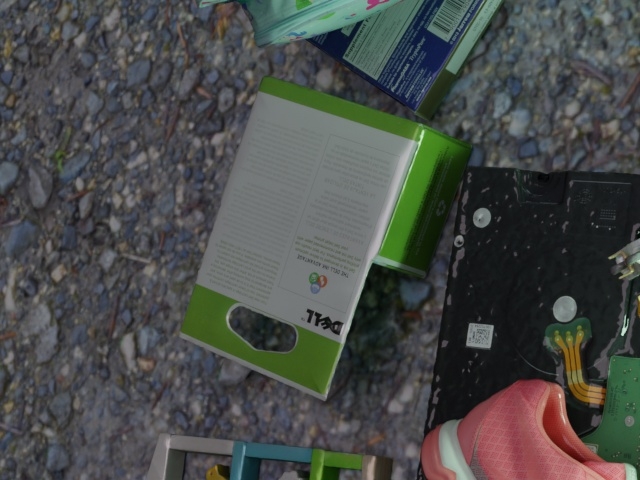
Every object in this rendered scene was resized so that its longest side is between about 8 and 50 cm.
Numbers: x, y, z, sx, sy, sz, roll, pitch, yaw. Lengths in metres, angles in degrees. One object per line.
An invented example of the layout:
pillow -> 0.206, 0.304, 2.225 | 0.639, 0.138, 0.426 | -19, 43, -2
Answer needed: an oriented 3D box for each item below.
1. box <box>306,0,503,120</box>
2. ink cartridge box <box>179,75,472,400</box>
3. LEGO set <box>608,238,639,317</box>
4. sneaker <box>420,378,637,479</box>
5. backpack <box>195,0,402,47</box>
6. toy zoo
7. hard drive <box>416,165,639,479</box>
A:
box -> 0.053, -0.224, 1.714 | 0.225, 0.036, 0.136 | 37, 100, 33
ink cartridge box -> 0.000, 0.000, 1.664 | 0.188, 0.097, 0.255 | 21, 93, 35
LEGO set -> 0.325, 0.112, 1.361 | 0.107, 0.132, 0.287 | -27, 91, 1
sneaker -> 0.199, 0.236, 1.389 | 0.136, 0.116, 0.314 | -42, 60, 17
backpack -> -0.009, -0.277, 1.596 | 0.225, 0.253, 0.191 | -20, 88, 27
toy zoo -> -0.075, 0.281, 1.687 | 0.293, 0.030, 0.192 | 1, 80, 34
hard drive -> 0.208, 0.112, 1.518 | 0.237, 0.064, 0.339 | 3, 80, 34
